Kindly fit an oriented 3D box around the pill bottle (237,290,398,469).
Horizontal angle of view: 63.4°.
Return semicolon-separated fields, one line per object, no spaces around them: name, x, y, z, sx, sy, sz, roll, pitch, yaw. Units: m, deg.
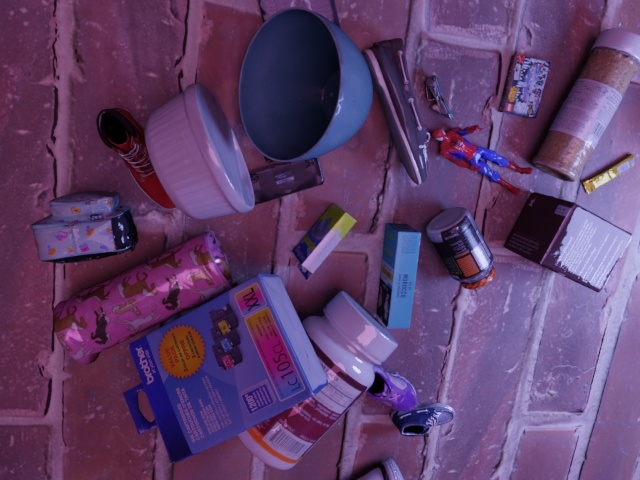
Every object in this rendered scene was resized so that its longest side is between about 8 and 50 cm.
pill bottle;-0.016;0.323;1.234;0.224;0.224;0.392;42;92;-18

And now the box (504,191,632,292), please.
box;0.625;0.002;1.319;0.203;0.168;0.167;23;99;-16

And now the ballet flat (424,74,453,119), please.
ballet flat;0.278;-0.335;1.232;0.041;0.041;0.114;-30;108;-3

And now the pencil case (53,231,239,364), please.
pencil case;-0.381;0.125;1.136;0.386;0.160;0.167;-26;129;-5

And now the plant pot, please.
plant pot;-0.003;-0.306;1.074;0.195;0.290;0.290;-6;108;-46

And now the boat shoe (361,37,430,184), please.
boat shoe;0.199;-0.294;1.183;0.095;0.112;0.335;-24;104;0

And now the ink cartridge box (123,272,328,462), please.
ink cartridge box;-0.220;0.278;1.101;0.395;0.151;0.270;-29;76;11

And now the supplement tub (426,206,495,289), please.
supplement tub;0.355;0.022;1.294;0.117;0.117;0.190;-34;109;-2

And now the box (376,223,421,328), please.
box;0.190;0.086;1.284;0.060;0.100;0.244;2;103;-11

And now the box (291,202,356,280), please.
box;0.000;0.000;1.215;0.042;0.109;0.178;39;93;-22

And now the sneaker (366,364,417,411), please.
sneaker;0.167;0.387;1.353;0.236;0.104;0.095;39;92;-19

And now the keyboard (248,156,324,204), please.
keyboard;-0.088;-0.158;1.203;0.180;0.023;0.108;-18;113;-8

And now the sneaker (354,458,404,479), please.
sneaker;0.160;0.803;1.444;0.210;0.137;0.366;-17;102;-7

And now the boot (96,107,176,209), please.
boot;-0.366;-0.157;1.061;0.088;0.176;0.244;-33;110;-4

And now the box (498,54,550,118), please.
box;0.499;-0.376;1.270;0.094;0.027;0.137;7;103;-13

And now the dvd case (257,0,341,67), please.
dvd case;-0.048;-0.505;1.124;0.164;0.018;0.221;-16;108;-7

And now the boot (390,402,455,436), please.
boot;0.291;0.498;1.416;0.190;0.086;0.069;-1;104;-12

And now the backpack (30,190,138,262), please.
backpack;-0.492;-0.027;1.072;0.188;0.166;0.144;-17;106;-11

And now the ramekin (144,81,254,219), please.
ramekin;-0.243;-0.166;1.048;0.127;0.273;0.273;-21;108;5

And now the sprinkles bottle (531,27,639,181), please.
sprinkles bottle;0.657;-0.326;1.268;0.121;0.121;0.355;24;98;-17

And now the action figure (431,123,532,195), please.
action figure;0.397;-0.198;1.241;0.280;0.139;0.091;24;97;-14

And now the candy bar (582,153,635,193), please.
candy bar;0.775;-0.179;1.385;0.161;0.018;0.040;-31;112;-4
